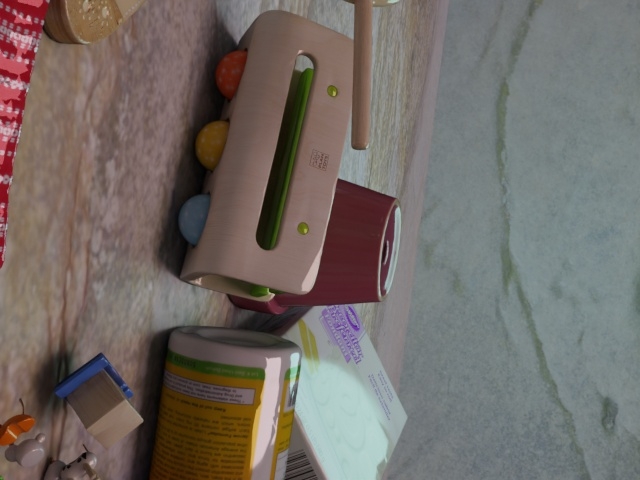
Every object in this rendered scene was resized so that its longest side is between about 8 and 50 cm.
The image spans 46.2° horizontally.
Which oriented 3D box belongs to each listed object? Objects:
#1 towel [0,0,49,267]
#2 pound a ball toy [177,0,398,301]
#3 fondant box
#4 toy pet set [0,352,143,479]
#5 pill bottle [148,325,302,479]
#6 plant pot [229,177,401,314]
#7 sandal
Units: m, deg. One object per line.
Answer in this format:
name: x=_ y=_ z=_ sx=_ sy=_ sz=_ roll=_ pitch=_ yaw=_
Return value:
towel: x=-0.211 y=-0.121 z=0.391 sx=0.199 sy=0.031 sz=0.275 roll=26 pitch=73 yaw=-73
pound a ball toy: x=-0.043 y=-0.112 z=0.739 sx=0.208 sy=0.135 sz=0.319 roll=161 pitch=-57 yaw=-67
fondant box: x=-0.002 y=0.213 z=0.996 sx=0.238 sy=0.096 sz=0.330 roll=64 pitch=19 yaw=-3
toy pet set: x=-0.199 y=0.134 z=0.554 sx=0.114 sy=0.065 sz=0.122 roll=-38 pitch=144 yaw=-17
pill bottle: x=-0.102 y=0.218 z=0.759 sx=0.136 sy=0.136 sz=0.246 roll=8 pitch=91 yaw=-75
plant pot: x=0.000 y=0.000 z=0.932 sx=0.201 sy=0.180 sz=0.201 roll=8 pitch=90 yaw=-76
sandal: x=-0.118 y=-0.223 z=0.577 sx=0.088 sy=0.079 sz=0.240 roll=83 pitch=22 yaw=-45
